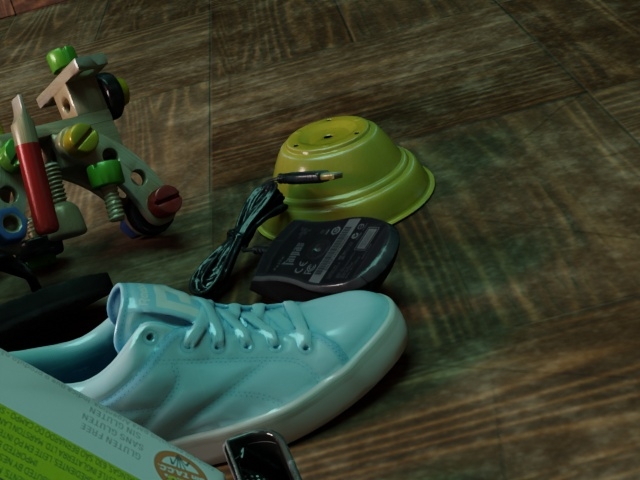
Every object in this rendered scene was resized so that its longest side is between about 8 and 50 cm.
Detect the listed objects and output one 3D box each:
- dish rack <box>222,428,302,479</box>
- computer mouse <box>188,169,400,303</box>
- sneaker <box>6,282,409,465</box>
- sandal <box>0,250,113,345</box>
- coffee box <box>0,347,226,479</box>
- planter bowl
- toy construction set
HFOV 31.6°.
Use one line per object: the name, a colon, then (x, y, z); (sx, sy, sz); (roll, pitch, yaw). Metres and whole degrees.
dish rack: (-0.125, 0.244, 0.736); (0.271, 0.074, 0.208); (-19, 25, -7)
computer mouse: (0.000, 0.000, 1.159); (0.262, 0.060, 0.184); (-3, 44, 42)
sneaker: (-0.104, 0.096, 0.936); (0.366, 0.150, 0.135); (-21, 27, -12)
sandal: (-0.387, 0.071, 1.065); (0.445, 0.107, 0.167); (-17, -4, -43)
coffee box: (-0.277, 0.217, 0.422); (0.338, 0.338, 0.334); (-52, 16, 21)
planter bowl: (0.017, -0.085, 1.310); (0.217, 0.090, 0.217); (-13, 25, 6)
toy construction set: (-0.299, -0.107, 1.248); (0.257, 0.237, 0.309); (-14, -4, -11)
